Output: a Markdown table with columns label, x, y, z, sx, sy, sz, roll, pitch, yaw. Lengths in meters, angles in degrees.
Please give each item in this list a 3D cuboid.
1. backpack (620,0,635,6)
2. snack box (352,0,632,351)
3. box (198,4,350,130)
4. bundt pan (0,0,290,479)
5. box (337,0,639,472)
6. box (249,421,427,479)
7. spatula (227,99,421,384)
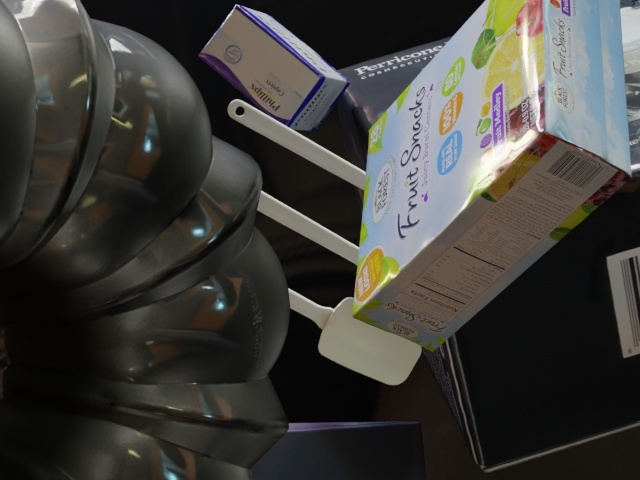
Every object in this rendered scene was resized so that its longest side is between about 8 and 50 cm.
| label | x | y | z | sx | sy | sz | roll | pitch | yaw |
| --- | --- | --- | --- | --- | --- | --- | --- | --- | --- |
| backpack | 0.272 | -0.322 | 1.659 | 0.117 | 0.158 | 0.173 | -15 | 49 | 3 |
| snack box | 0.104 | -0.056 | 1.001 | 0.207 | 0.070 | 0.174 | -49 | 26 | 42 |
| box | -0.047 | -0.186 | 1.719 | 0.126 | 0.137 | 0.072 | 40 | 102 | 9 |
| bundt pan | -0.137 | 0.048 | 0.579 | 0.124 | 0.331 | 0.331 | 7 | 63 | 47 |
| box | 0.308 | -0.048 | 1.734 | 0.480 | 0.297 | 0.472 | -17 | 26 | -4 |
| box | -0.080 | 0.295 | 1.722 | 0.294 | 0.296 | 0.183 | -10 | 81 | 40 |
| spatula | 0.000 | 0.000 | 1.324 | 0.242 | 0.019 | 0.168 | 28 | 97 | -6 |
